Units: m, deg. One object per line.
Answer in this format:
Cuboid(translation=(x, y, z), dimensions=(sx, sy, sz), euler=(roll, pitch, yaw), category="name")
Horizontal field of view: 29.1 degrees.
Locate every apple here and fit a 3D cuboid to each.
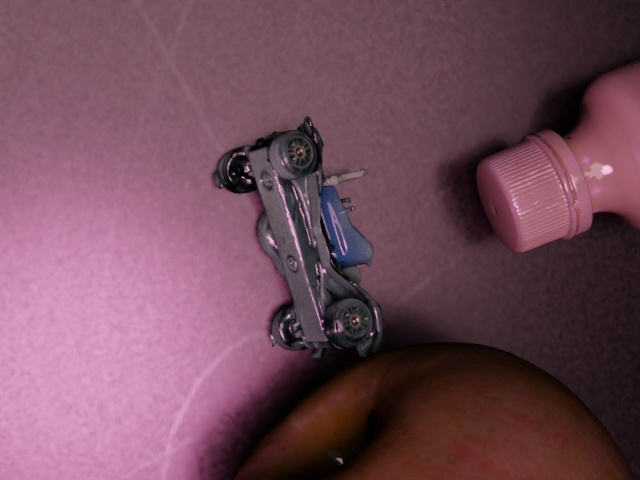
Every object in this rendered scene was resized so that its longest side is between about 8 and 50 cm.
Cuboid(translation=(0.069, 0.192, 0.721), dimensions=(0.257, 0.257, 0.234), euler=(-36, 110, -6), category="apple")

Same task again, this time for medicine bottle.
Cuboid(translation=(0.227, -0.067, 0.804), dimensions=(0.252, 0.114, 0.114), euler=(-21, 96, -8), category="medicine bottle")

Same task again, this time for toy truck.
Cuboid(translation=(-0.001, -0.001, 0.797), dimensions=(0.078, 0.080, 0.154), euler=(-22, 97, -35), category="toy truck")
